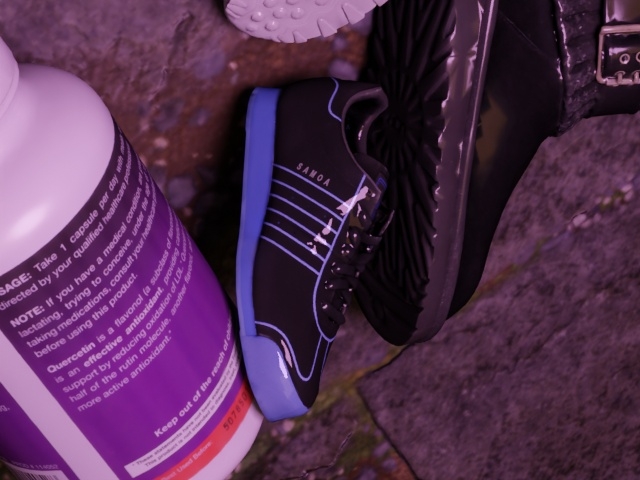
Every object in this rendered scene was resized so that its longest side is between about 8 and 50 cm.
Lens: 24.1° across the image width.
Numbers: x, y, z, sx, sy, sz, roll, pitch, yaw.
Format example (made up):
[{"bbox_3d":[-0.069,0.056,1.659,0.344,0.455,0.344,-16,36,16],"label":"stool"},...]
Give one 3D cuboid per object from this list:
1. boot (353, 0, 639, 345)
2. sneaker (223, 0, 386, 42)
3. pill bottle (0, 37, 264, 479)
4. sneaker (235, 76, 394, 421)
[{"bbox_3d":[0.167,-0.089,1.059,0.260,0.131,0.348,-3,119,-27],"label":"boot"},{"bbox_3d":[0.023,-0.221,0.939,0.235,0.095,0.090,-41,138,25],"label":"sneaker"},{"bbox_3d":[-0.170,0.021,0.913,0.181,0.181,0.323,-34,128,-6],"label":"pill bottle"},{"bbox_3d":[0.000,0.000,0.968,0.090,0.232,0.081,-5,162,16],"label":"sneaker"}]
